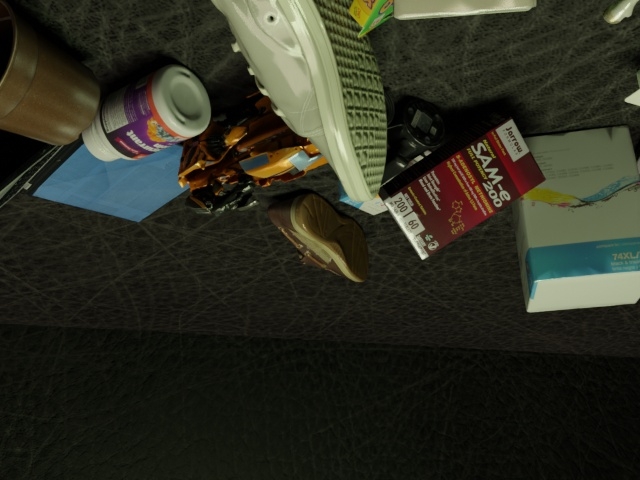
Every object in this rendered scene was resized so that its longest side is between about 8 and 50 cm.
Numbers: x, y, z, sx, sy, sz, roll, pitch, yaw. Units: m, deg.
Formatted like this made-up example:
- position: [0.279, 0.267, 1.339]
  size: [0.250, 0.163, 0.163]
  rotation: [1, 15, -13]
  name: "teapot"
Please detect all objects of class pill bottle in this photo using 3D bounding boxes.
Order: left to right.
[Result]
- position: [-0.271, -0.185, 1.003]
  size: [0.194, 0.108, 0.108]
  rotation: [-15, 155, 33]
  name: "pill bottle"

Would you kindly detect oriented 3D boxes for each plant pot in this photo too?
- position: [-0.401, -0.211, 0.884]
  size: [0.167, 0.166, 0.165]
  rotation: [-10, 164, 23]
  name: "plant pot"

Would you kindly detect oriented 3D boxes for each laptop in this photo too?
- position: [-0.450, -0.047, 1.205]
  size: [0.236, 0.408, 0.382]
  rotation: [48, 138, -17]
  name: "laptop"

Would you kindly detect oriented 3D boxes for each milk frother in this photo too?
- position: [0.100, -0.176, 1.075]
  size: [0.143, 0.129, 0.135]
  rotation: [50, 143, -6]
  name: "milk frother"

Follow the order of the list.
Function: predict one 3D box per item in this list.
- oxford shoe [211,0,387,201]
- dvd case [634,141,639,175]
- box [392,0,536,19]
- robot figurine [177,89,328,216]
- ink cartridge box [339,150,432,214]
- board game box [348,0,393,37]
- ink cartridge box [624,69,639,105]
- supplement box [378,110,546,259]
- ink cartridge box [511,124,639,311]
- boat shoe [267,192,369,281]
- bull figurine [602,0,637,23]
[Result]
- position: [-0.026, -0.221, 0.760]
  size: [0.130, 0.169, 0.449]
  rotation: [-6, 138, 24]
  name: "oxford shoe"
- position: [0.664, -0.157, 1.194]
  size: [0.179, 0.029, 0.238]
  rotation: [-4, 158, 11]
  name: "dvd case"
- position: [0.102, -0.311, 0.481]
  size: [0.113, 0.094, 0.275]
  rotation: [-1, 116, 8]
  name: "box"
- position: [-0.098, -0.151, 0.988]
  size: [0.291, 0.211, 0.085]
  rotation: [-18, 140, 23]
  name: "robot figurine"
- position: [0.135, -0.114, 1.253]
  size: [0.104, 0.061, 0.181]
  rotation: [19, 151, -41]
  name: "ink cartridge box"
- position: [0.114, -0.317, 0.672]
  size: [0.124, 0.039, 0.259]
  rotation: [-39, 173, -27]
  name: "board game box"
- position: [0.544, -0.234, 0.941]
  size: [0.198, 0.067, 0.115]
  rotation: [6, 158, -20]
  name: "ink cartridge box"
- position: [0.229, -0.091, 1.085]
  size: [0.239, 0.073, 0.130]
  rotation: [-34, 109, 6]
  name: "supplement box"
- position: [0.455, -0.033, 1.179]
  size: [0.197, 0.270, 0.198]
  rotation: [-6, 158, 11]
  name: "ink cartridge box"
- position: [0.000, 0.000, 1.488]
  size: [0.123, 0.123, 0.342]
  rotation: [-3, 157, 31]
  name: "boat shoe"
- position: [0.399, -0.319, 0.680]
  size: [0.311, 0.101, 0.188]
  rotation: [1, 163, 2]
  name: "bull figurine"
